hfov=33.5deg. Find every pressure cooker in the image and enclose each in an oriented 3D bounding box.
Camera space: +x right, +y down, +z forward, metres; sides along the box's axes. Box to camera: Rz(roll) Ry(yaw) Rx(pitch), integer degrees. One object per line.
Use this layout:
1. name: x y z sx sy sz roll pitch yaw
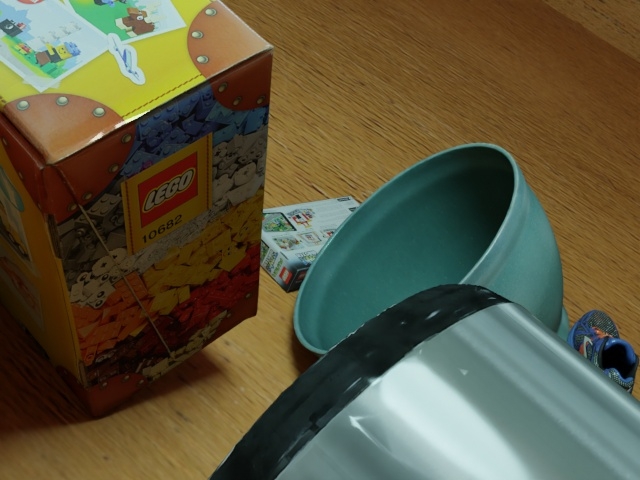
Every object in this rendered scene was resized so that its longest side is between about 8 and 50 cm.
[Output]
1. pressure cooker: 0.141 0.277 0.683 0.420 0.375 0.370 41 29 23

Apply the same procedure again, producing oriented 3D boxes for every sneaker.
1. sneaker: 0.365 0.152 1.343 0.083 0.087 0.221 25 30 -5

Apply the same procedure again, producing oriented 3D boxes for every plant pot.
1. plant pot: 0.145 0.066 1.149 0.196 0.293 0.293 45 23 -23

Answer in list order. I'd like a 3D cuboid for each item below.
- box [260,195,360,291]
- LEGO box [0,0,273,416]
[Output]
1. box: 0.000 0.000 1.338 0.207 0.036 0.114 -10 47 -47
2. LEGO box: -0.278 -0.145 0.949 0.193 0.372 0.500 -34 64 -26
